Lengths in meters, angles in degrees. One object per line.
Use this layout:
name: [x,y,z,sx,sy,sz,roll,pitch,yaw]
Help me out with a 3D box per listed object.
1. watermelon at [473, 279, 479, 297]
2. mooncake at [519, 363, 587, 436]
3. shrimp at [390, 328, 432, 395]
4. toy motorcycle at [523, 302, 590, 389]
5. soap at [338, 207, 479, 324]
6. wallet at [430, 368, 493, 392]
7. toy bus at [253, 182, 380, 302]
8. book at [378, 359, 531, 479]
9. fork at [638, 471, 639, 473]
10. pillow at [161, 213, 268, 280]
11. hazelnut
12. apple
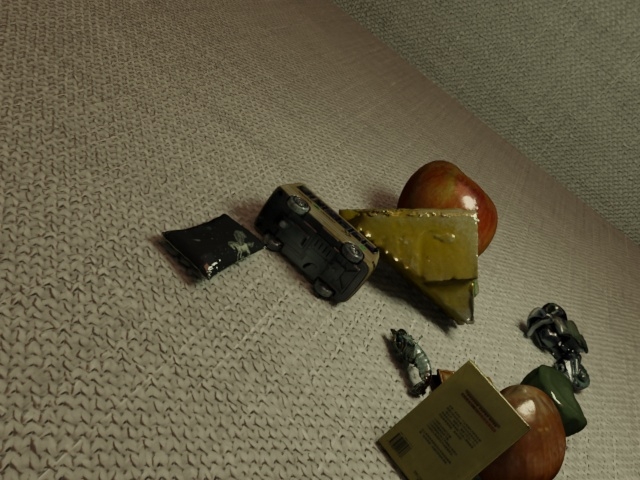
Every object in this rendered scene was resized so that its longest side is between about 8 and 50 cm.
watermelon: [0.372,0.150,1.662,0.158,0.121,0.097,84,-17,-73]
mooncake: [0.573,0.395,1.484,0.168,0.104,0.175,43,30,15]
shrimp: [0.210,0.257,1.336,0.082,0.076,0.174,38,23,-46]
toy motorcycle: [0.674,0.291,1.721,0.159,0.106,0.270,14,49,-27]
soap: [0.212,0.070,1.517,0.339,0.304,0.169,0,1,-3]
wallet: [0.331,0.381,1.326,0.161,0.042,0.195,12,43,-24]
toy bus: [0.000,0.000,1.399,0.289,0.139,0.157,40,27,11]
book: [0.241,0.353,1.106,0.161,0.231,0.026,50,5,21]
fork: [0.856,0.676,1.478,0.039,0.021,0.235,18,36,-23]
pillow: [-0.214,0.006,1.251,0.141,0.055,0.208,40,31,15]
hazelnut: [0.385,0.381,1.176,0.176,0.214,0.214,11,22,26]
apple: [0.346,-0.059,1.724,0.302,0.301,0.301,26,33,-19]
